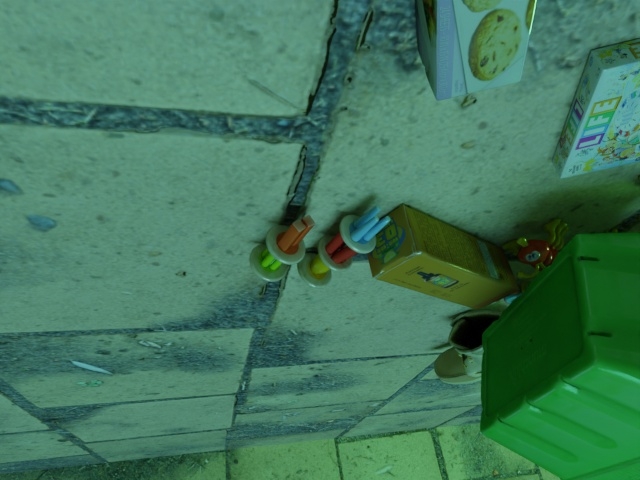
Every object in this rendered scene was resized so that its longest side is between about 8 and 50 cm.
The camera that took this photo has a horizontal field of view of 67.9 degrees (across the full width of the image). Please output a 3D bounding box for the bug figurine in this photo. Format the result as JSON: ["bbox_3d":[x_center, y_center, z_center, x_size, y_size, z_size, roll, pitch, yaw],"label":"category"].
[{"bbox_3d":[0.406,-0.010,0.636,0.216,0.072,0.279,17,141,-37],"label":"bug figurine"}]

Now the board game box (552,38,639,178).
[{"bbox_3d":[0.295,-0.125,0.456,0.104,0.026,0.154,-12,150,7],"label":"board game box"}]

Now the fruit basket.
[{"bbox_3d":[0.438,0.161,0.617,0.392,0.282,0.392,10,144,7],"label":"fruit basket"}]

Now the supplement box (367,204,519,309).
[{"bbox_3d":[0.167,0.030,0.640,0.234,0.080,0.078,17,141,-39],"label":"supplement box"}]

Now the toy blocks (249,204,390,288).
[{"bbox_3d":[0.000,0.000,0.568,0.123,0.054,0.148,11,145,-31],"label":"toy blocks"}]

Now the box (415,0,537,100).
[{"bbox_3d":[0.077,-0.207,0.224,0.067,0.063,0.324,-13,150,6],"label":"box"}]

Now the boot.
[{"bbox_3d":[0.312,0.226,0.994,0.262,0.095,0.204,-29,142,36],"label":"boot"}]

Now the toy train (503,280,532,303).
[{"bbox_3d":[0.385,0.122,0.881,0.166,0.046,0.125,10,145,-29],"label":"toy train"}]
